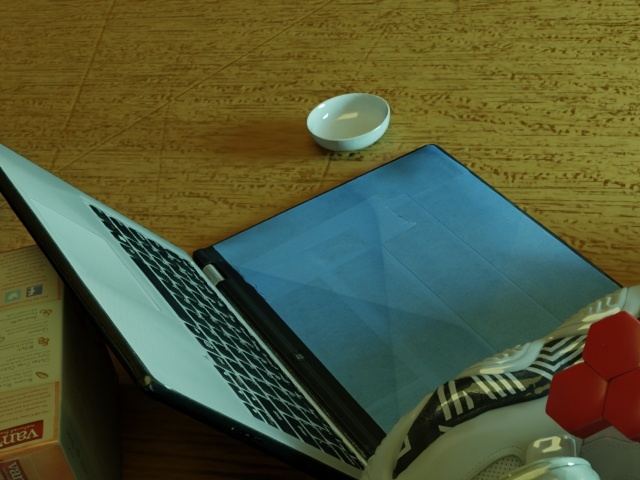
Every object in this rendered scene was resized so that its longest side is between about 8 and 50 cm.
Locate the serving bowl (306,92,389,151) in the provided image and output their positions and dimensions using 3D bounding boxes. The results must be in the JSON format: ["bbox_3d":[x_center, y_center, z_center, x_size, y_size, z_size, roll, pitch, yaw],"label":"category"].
[{"bbox_3d":[0.029,-0.112,1.403,0.083,0.027,0.083,-8,38,6],"label":"serving bowl"}]

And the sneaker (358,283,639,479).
[{"bbox_3d":[0.201,0.156,0.903,0.366,0.137,0.210,-31,48,-4],"label":"sneaker"}]

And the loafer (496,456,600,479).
[{"bbox_3d":[0.047,0.247,0.786,0.319,0.112,0.111,-47,60,15],"label":"loafer"}]

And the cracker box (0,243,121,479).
[{"bbox_3d":[-0.198,0.130,1.050,0.067,0.155,0.232,-14,36,0],"label":"cracker box"}]

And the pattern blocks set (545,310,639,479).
[{"bbox_3d":[0.172,0.226,0.782,0.285,0.026,0.325,33,90,42],"label":"pattern blocks set"}]

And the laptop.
[{"bbox_3d":[0.000,0.000,1.105,0.236,0.408,0.382,-52,41,5],"label":"laptop"}]
